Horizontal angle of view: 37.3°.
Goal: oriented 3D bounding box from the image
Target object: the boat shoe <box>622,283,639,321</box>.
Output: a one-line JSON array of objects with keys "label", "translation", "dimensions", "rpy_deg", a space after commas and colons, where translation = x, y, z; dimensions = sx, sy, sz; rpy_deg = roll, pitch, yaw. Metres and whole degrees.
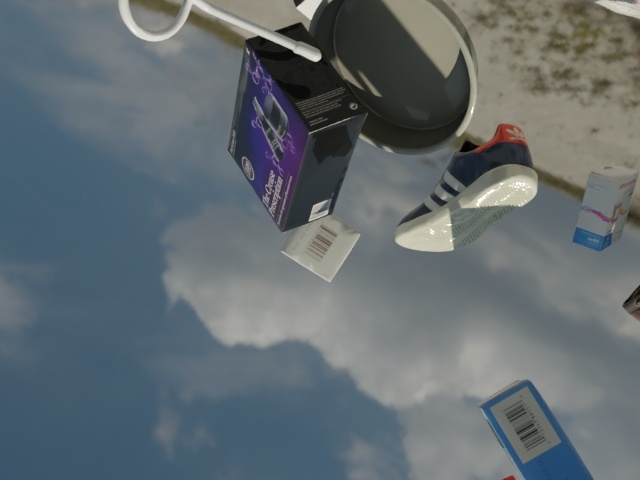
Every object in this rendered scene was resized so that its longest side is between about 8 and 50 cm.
[{"label": "boat shoe", "translation": [0.672, 0.046, 1.784], "dimensions": [0.092, 0.285, 0.103], "rpy_deg": [28, -150, 4]}]

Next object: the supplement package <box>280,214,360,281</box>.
[{"label": "supplement package", "translation": [0.000, 0.000, 1.715], "dimensions": [0.105, 0.105, 0.179], "rpy_deg": [32, -179, -1]}]

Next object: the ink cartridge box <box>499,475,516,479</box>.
[{"label": "ink cartridge box", "translation": [0.243, 0.505, 1.393], "dimensions": [0.296, 0.066, 0.261], "rpy_deg": [-15, -113, -25]}]

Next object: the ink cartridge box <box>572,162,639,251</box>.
[{"label": "ink cartridge box", "translation": [0.455, -0.055, 1.514], "dimensions": [0.052, 0.122, 0.088], "rpy_deg": [23, -151, 33]}]

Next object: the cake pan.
[{"label": "cake pan", "translation": [0.115, -0.269, 1.454], "dimensions": [0.293, 0.293, 0.054], "rpy_deg": [36, -130, 9]}]

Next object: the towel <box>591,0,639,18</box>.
[{"label": "towel", "translation": [0.645, -0.387, 1.619], "dimensions": [0.332, 0.053, 0.317], "rpy_deg": [6, -165, -38]}]

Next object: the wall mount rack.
[{"label": "wall mount rack", "translation": [-0.099, -0.394, 1.210], "dimensions": [0.130, 0.350, 0.304], "rpy_deg": [21, 179, 42]}]

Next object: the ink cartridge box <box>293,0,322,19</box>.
[{"label": "ink cartridge box", "translation": [0.076, -0.529, 1.586], "dimensions": [0.065, 0.333, 0.165], "rpy_deg": [29, -147, -48]}]

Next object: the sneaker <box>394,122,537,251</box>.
[{"label": "sneaker", "translation": [0.259, -0.094, 1.723], "dimensions": [0.131, 0.350, 0.148], "rpy_deg": [16, -119, -30]}]

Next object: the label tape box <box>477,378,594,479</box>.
[{"label": "label tape box", "translation": [0.393, 0.382, 1.739], "dimensions": [0.240, 0.106, 0.333], "rpy_deg": [60, -178, 12]}]

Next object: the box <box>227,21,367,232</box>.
[{"label": "box", "translation": [-0.044, -0.162, 1.414], "dimensions": [0.103, 0.261, 0.184], "rpy_deg": [-21, -115, -23]}]
